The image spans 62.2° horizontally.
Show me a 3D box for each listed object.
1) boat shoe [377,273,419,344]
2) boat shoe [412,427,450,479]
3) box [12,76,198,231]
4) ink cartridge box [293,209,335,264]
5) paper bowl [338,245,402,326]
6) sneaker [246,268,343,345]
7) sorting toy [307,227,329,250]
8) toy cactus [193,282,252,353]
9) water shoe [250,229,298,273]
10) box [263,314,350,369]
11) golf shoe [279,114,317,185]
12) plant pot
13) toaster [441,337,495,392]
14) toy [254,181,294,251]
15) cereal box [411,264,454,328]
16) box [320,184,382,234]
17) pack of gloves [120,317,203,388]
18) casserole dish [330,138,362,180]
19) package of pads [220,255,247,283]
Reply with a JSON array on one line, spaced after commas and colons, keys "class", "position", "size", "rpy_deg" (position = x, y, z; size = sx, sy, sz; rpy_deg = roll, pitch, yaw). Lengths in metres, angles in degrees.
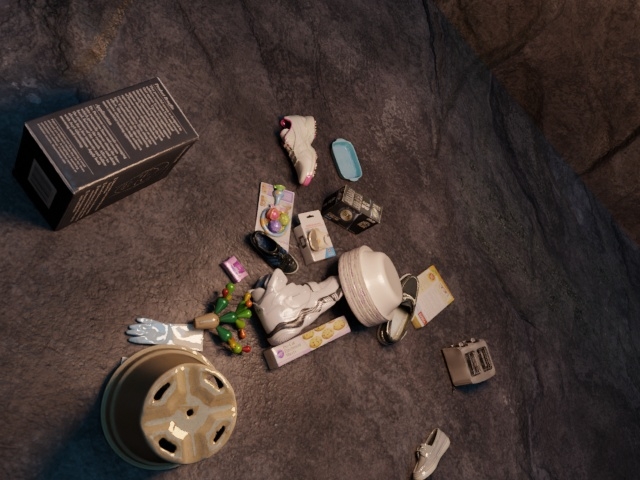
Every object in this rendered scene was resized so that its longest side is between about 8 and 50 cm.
[{"class": "boat shoe", "position": [0.315, 0.257, 2.006], "size": [0.114, 0.091, 0.302], "rpy_deg": [28, 69, -13]}, {"class": "boat shoe", "position": [0.382, 0.764, 1.906], "size": [0.081, 0.079, 0.228], "rpy_deg": [51, 46, 4]}, {"class": "box", "position": [-0.593, -0.240, 1.473], "size": [0.395, 0.294, 0.211], "rpy_deg": [-37, 95, -39]}, {"class": "ink cartridge box", "position": [-0.028, -0.011, 1.929], "size": [0.104, 0.060, 0.180], "rpy_deg": [-14, 80, -37]}, {"class": "paper bowl", "position": [0.191, 0.154, 1.888], "size": [0.284, 0.148, 0.284], "rpy_deg": [52, 26, -38]}, {"class": "sneaker", "position": [-0.078, 0.168, 1.772], "size": [0.366, 0.137, 0.210], "rpy_deg": [-36, 96, -37]}, {"class": "sorting toy", "position": [0.000, 0.000, 1.880], "size": [0.075, 0.045, 0.083], "rpy_deg": [-3, 73, -42]}, {"class": "toy cactus", "position": [-0.291, 0.244, 1.613], "size": [0.181, 0.112, 0.218], "rpy_deg": [-6, 95, -28]}, {"class": "water shoe", "position": [-0.155, 0.046, 1.794], "size": [0.203, 0.080, 0.073], "rpy_deg": [40, 81, -13]}, {"class": "box", "position": [-0.039, 0.337, 1.780], "size": [0.324, 0.063, 0.067], "rpy_deg": [-17, 81, -38]}, {"class": "golf shoe", "position": [-0.089, -0.343, 2.002], "size": [0.140, 0.115, 0.306], "rpy_deg": [8, 60, -21]}, {"class": "plant pot", "position": [-0.359, 0.425, 1.332], "size": [0.334, 0.305, 0.333], "rpy_deg": [6, 76, -26]}, {"class": "toaster", "position": [0.594, 0.496, 2.134], "size": [0.168, 0.110, 0.185], "rpy_deg": [-7, 76, -36]}, {"class": "toy", "position": [-0.153, -0.090, 1.876], "size": [0.137, 0.056, 0.237], "rpy_deg": [16, 63, -28]}, {"class": "cereal box", "position": [0.425, 0.227, 2.161], "size": [0.240, 0.047, 0.172], "rpy_deg": [-29, 88, -38]}, {"class": "box", "position": [0.118, -0.112, 2.017], "size": [0.180, 0.147, 0.077], "rpy_deg": [29, 57, -24]}, {"class": "pack of gloves", "position": [-0.441, 0.322, 1.515], "size": [0.232, 0.046, 0.194], "rpy_deg": [13, 66, -31]}, {"class": "casserole dish", "position": [0.100, -0.323, 2.160], "size": [0.114, 0.037, 0.188], "rpy_deg": [-12, 80, -38]}, {"class": "package of pads", "position": [-0.280, 0.094, 1.727], "size": [0.050, 0.032, 0.083], "rpy_deg": [-40, 96, -37]}]
